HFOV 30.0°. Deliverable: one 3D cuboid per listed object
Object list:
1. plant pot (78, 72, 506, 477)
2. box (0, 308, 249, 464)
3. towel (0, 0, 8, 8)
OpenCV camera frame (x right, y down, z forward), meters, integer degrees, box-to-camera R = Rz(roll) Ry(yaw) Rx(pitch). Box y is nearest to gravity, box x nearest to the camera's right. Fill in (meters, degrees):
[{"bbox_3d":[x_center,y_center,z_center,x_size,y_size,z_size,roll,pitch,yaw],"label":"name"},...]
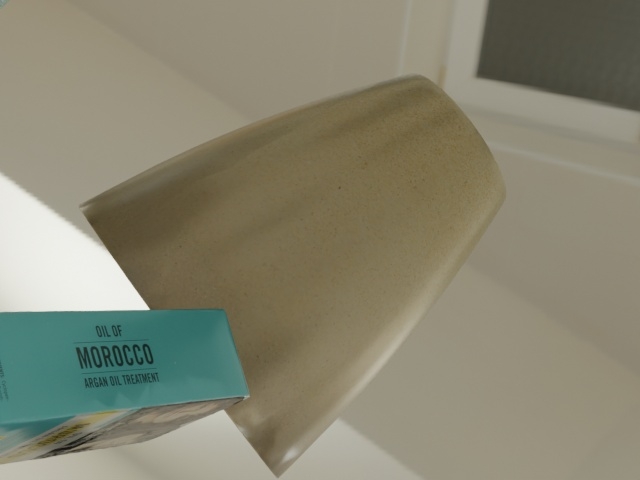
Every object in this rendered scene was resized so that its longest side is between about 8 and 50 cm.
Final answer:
[{"bbox_3d":[0.000,0.000,0.929,0.274,0.256,0.256,-35,-150,-8],"label":"plant pot"},{"bbox_3d":[-0.155,0.083,0.662,0.100,0.060,0.244,-26,164,30],"label":"box"},{"bbox_3d":[-0.321,-0.216,0.830,0.090,0.374,0.320,49,-177,8],"label":"towel"}]
